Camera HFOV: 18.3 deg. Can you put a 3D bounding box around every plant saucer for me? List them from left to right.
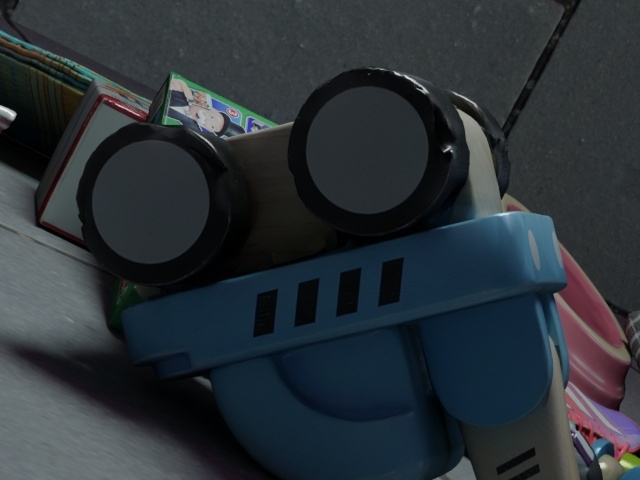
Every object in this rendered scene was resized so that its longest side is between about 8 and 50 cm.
[{"bbox_3d":[0.250,0.064,2.279,0.332,0.084,0.332,47,15,-16],"label":"plant saucer"}]

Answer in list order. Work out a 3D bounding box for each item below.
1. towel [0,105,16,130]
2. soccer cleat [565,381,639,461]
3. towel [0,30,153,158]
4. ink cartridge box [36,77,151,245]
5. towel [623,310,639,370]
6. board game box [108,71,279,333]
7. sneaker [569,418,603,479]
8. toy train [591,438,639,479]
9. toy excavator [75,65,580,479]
[{"bbox_3d":[-0.350,-0.122,1.704,0.144,0.029,0.197,25,-16,-19],"label":"towel"},{"bbox_3d":[0.243,0.186,1.839,0.095,0.083,0.248,38,8,36],"label":"soccer cleat"},{"bbox_3d":[-0.232,-0.117,2.013,0.370,0.040,0.271,26,-16,0],"label":"towel"},{"bbox_3d":[-0.173,-0.058,1.792,0.128,0.127,0.176,26,5,-13],"label":"ink cartridge box"},{"bbox_3d":[0.489,0.196,2.275,0.284,0.121,0.235,22,36,-40],"label":"towel"},{"bbox_3d":[-0.050,0.004,1.596,0.213,0.046,0.317,27,31,-15],"label":"board game box"},{"bbox_3d":[0.136,0.163,1.696,0.098,0.083,0.224,-24,52,-36],"label":"sneaker"},{"bbox_3d":[0.325,0.231,1.775,0.143,0.105,0.248,16,0,27],"label":"toy train"},{"bbox_3d":[0.099,0.109,1.297,0.433,0.445,0.222,-13,-3,14],"label":"toy excavator"}]
